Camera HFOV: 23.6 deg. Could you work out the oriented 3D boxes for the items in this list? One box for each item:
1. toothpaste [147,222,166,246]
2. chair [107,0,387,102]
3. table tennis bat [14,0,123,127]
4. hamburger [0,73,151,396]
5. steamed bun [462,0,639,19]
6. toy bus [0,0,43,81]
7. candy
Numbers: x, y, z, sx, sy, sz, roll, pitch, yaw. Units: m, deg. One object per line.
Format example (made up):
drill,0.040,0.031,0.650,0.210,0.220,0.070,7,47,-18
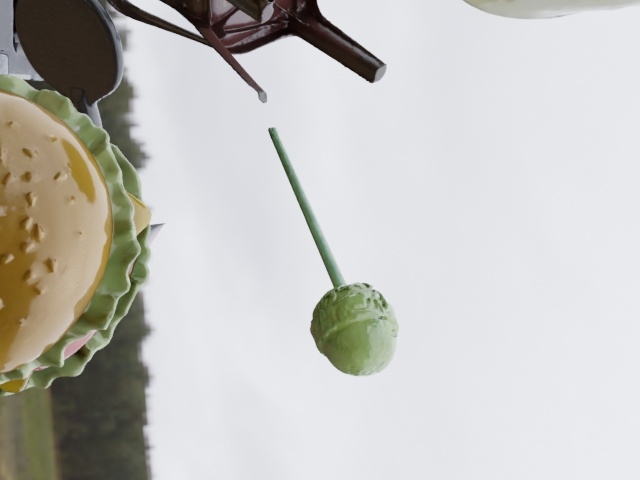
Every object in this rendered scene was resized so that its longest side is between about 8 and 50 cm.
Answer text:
toothpaste,-0.287,0.029,2.210,0.194,0.067,0.043,-62,139,-53
chair,-0.094,-0.294,1.733,0.326,0.183,0.176,39,-41,37
table tennis bat,-0.281,-0.194,1.760,0.150,0.027,0.236,11,-52,30
hamburger,-0.284,-0.005,1.312,0.212,0.274,0.275,65,19,-82
steamed bun,0.277,-0.429,1.348,0.290,0.455,0.371,60,19,-53
toy bus,-0.564,-0.309,2.001,0.249,0.440,0.209,3,-84,29
candy,0.000,0.000,1.629,0.092,0.093,0.336,113,-35,-45
